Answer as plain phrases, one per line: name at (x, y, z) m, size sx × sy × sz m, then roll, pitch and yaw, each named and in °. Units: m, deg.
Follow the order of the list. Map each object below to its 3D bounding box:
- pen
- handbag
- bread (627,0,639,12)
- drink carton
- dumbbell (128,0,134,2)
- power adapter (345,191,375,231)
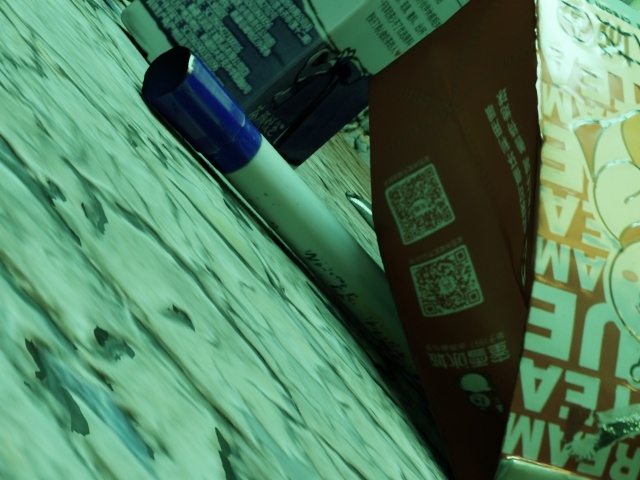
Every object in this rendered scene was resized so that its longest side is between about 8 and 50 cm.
pen at (0.000, 0.000, 0.879) m, size 0.269 × 0.033 × 0.033 m, roll 48°, pitch 5°, yaw -35°
handbag at (0.123, 0.023, 0.866) m, size 0.171 × 0.151 × 0.298 m, roll 23°, pitch 53°, yaw -30°
bread at (0.284, 0.038, 1.333) m, size 0.371 × 0.279 × 0.390 m, roll 48°, pitch -14°, yaw 14°
drink carton at (0.012, -0.150, 0.996) m, size 0.102 × 0.222 × 0.134 m, roll 52°, pitch 5°, yaw 20°
dumbbell at (-0.115, -0.173, 1.040) m, size 0.046 × 0.052 × 0.118 m, roll 27°, pitch 4°, yaw 0°
power adapter at (0.105, 0.027, 1.078) m, size 0.205 × 0.130 × 0.125 m, roll 49°, pitch 5°, yaw -1°
